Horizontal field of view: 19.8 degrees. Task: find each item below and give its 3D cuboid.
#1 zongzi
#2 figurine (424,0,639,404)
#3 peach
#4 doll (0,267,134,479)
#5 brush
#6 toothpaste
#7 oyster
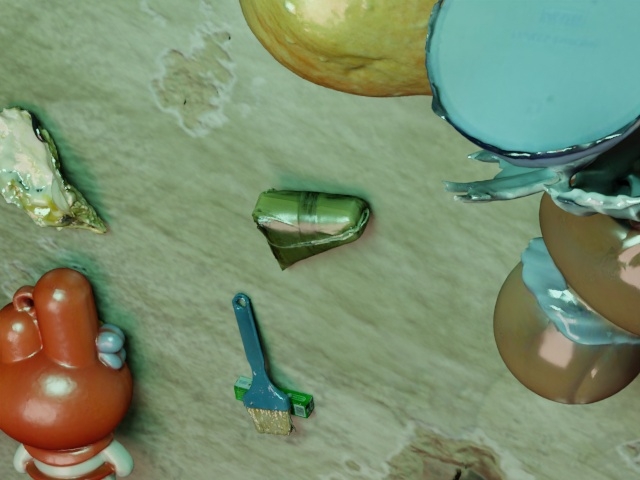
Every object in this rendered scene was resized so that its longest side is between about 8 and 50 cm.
[{"bbox_3d":[0.000,0.000,1.660,0.104,0.052,0.113,8,146,19],"label":"zongzi"},{"bbox_3d":[0.228,-0.025,1.292,0.277,0.248,0.388,17,164,33],"label":"figurine"},{"bbox_3d":[0.053,-0.193,1.320,0.232,0.232,0.232,18,136,18],"label":"peach"},{"bbox_3d":[-0.273,0.155,1.913,0.161,0.130,0.290,2,121,15],"label":"doll"},{"bbox_3d":[-0.062,0.124,1.820,0.051,0.014,0.164,2,120,27],"label":"brush"},{"bbox_3d":[-0.048,0.159,1.857,0.083,0.017,0.020,13,135,23],"label":"toothpaste"},{"bbox_3d":[-0.274,-0.068,1.767,0.146,0.045,0.121,28,142,18],"label":"oyster"}]
